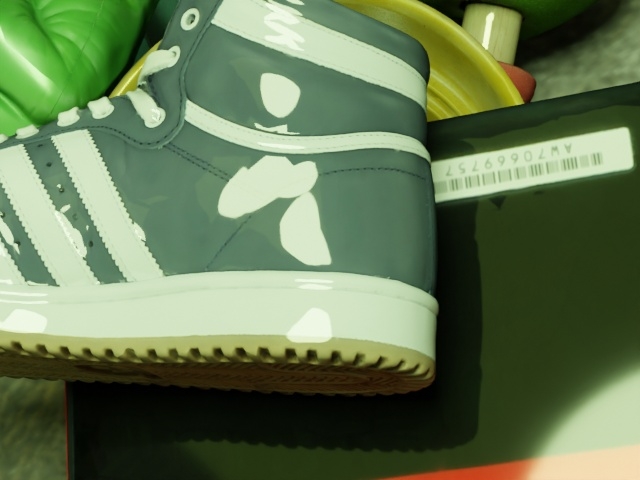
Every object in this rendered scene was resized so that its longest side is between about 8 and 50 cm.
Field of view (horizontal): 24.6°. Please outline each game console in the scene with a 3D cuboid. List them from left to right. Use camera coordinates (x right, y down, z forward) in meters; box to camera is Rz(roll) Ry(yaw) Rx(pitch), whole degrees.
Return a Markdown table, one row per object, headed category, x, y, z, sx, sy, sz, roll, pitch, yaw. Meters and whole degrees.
| category | x | y | z | sx | sy | sz | roll | pitch | yaw |
| --- | --- | --- | --- | --- | --- | --- | --- | --- | --- |
| game console | 0.086 | 0.110 | 0.542 | 0.387 | 0.060 | 0.342 | -10 | 67 | 13 |

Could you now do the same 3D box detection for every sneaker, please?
| category | x | y | z | sx | sy | sz | roll | pitch | yaw |
| --- | --- | --- | --- | --- | --- | --- | --- | --- | --- |
| sneaker | -0.090 | -0.027 | 0.561 | 0.282 | 0.099 | 0.153 | 3 | 75 | 11 |

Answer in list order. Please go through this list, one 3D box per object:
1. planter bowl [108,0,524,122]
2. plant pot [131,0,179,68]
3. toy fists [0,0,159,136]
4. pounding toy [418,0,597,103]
| category | x | y | z | sx | sy | sz | roll | pitch | yaw |
| --- | --- | --- | --- | --- | --- | --- | --- | --- | --- |
| planter bowl | 0.000 | 0.000 | 0.668 | 0.217 | 0.090 | 0.217 | -4 | 74 | 15 |
| plant pot | -0.119 | -0.220 | 0.849 | 0.166 | 0.165 | 0.234 | 11 | 55 | 27 |
| toy fists | -0.199 | -0.063 | 0.751 | 0.279 | 0.096 | 0.142 | -17 | 45 | 42 |
| pounding toy | 0.029 | -0.121 | 0.706 | 0.183 | 0.237 | 0.110 | 0 | 76 | 65 |
